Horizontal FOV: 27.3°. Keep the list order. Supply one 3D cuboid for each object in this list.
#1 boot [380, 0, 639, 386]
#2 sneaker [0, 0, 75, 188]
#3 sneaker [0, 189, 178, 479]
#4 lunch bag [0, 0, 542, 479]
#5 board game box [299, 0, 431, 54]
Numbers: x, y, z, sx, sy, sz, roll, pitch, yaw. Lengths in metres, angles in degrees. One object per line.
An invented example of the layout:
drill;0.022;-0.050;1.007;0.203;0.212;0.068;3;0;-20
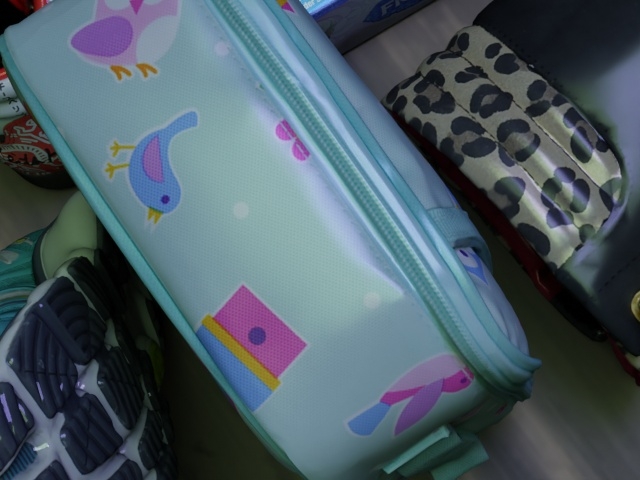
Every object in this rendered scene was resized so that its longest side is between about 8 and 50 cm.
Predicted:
boot;0.240;-0.040;0.606;0.284;0.138;0.377;-43;87;0
sneaker;-0.176;-0.167;0.671;0.090;0.145;0.270;-20;74;0
sneaker;-0.126;0.064;0.562;0.110;0.275;0.107;-24;107;1
lunch bag;0.000;0.000;0.547;0.108;0.279;0.224;-38;78;4
board game box;0.002;-0.279;0.725;0.319;0.066;0.318;-31;75;-4
